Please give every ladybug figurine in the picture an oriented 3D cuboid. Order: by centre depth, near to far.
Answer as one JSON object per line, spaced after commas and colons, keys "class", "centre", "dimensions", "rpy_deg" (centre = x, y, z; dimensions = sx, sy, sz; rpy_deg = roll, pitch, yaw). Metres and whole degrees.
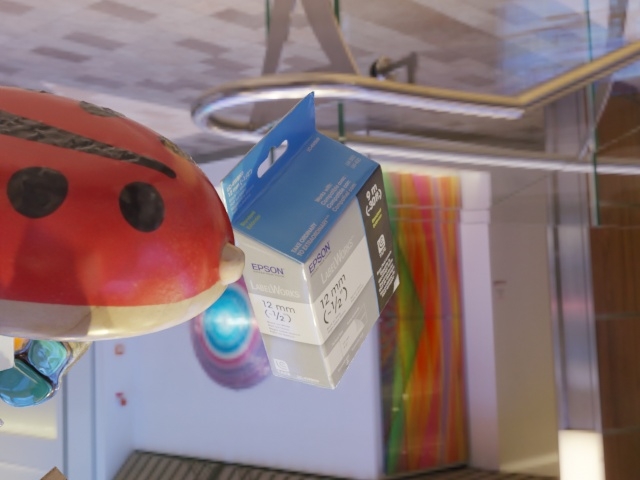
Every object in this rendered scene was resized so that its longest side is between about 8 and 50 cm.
{"class": "ladybug figurine", "centre": [-0.292, -0.047, 0.860], "dimensions": [0.450, 0.161, 0.305], "rpy_deg": [13, -142, 0]}

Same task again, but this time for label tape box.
{"class": "label tape box", "centre": [0.000, 0.000, 1.196], "dimensions": [0.115, 0.347, 0.249], "rpy_deg": [11, -138, 26]}

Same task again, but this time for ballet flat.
{"class": "ballet flat", "centre": [-0.508, 0.215, 1.567], "dimensions": [0.123, 0.123, 0.348], "rpy_deg": [2, 152, -36]}

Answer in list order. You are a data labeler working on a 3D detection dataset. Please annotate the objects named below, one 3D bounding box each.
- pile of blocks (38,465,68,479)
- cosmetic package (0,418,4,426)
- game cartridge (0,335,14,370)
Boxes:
{"class": "pile of blocks", "centre": [-0.332, 0.342, 0.729], "dimensions": [0.113, 0.362, 0.149], "rpy_deg": [26, 172, 41]}
{"class": "cosmetic package", "centre": [-0.616, 0.274, 1.299], "dimensions": [0.151, 0.151, 0.184], "rpy_deg": [-44, -162, -27]}
{"class": "game cartridge", "centre": [-0.563, 0.128, 1.109], "dimensions": [0.297, 0.062, 0.198], "rpy_deg": [-3, 145, -24]}
